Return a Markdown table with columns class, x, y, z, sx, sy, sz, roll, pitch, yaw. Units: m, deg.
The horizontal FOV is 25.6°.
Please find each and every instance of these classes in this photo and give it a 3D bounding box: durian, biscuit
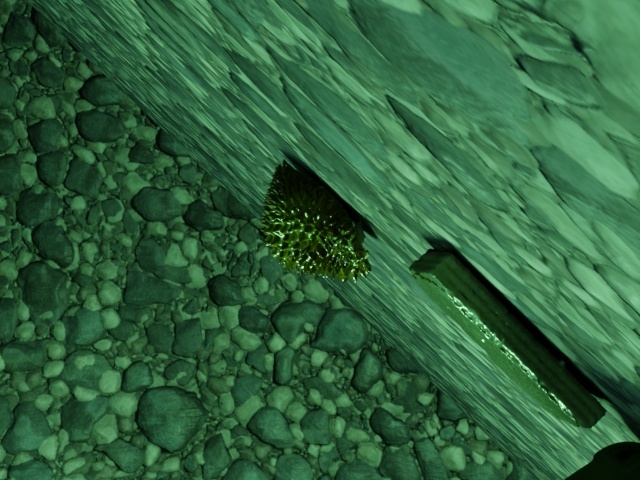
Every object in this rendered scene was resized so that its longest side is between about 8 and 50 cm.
| class | x | y | z | sx | sy | sz | roll | pitch | yaw |
| --- | --- | --- | --- | --- | --- | --- | --- | --- | --- |
| durian | 0.000 | 0.000 | 1.615 | 0.146 | 0.102 | 0.208 | 53 | 169 | -32 |
| biscuit | 0.164 | 0.088 | 1.256 | 0.199 | 0.040 | 0.121 | 45 | 175 | -6 |

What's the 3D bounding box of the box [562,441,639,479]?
| class | x | y | z | sx | sy | sz | roll | pitch | yaw |
| --- | --- | --- | --- | --- | --- | --- | --- | --- | --- |
| box | 0.232 | 0.338 | 1.194 | 0.253 | 0.328 | 0.178 | 38 | 157 | 53 |
